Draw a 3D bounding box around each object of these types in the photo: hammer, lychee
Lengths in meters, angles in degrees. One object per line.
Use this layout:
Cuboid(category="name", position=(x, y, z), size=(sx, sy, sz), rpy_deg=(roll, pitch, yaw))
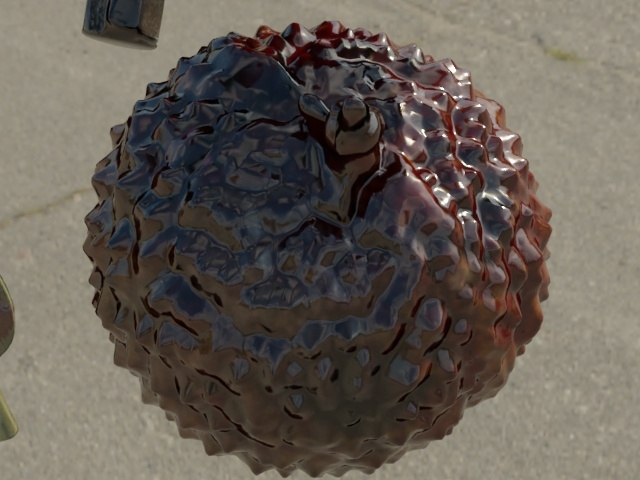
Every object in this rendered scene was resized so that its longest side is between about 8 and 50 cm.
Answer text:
Cuboid(category="hammer", position=(-0.326, -0.366, 1.324), size=(0.409, 0.242, 0.095), rpy_deg=(15, 5, 30))
Cuboid(category="lychee", position=(0.000, 0.000, 1.037), size=(0.424, 0.500, 0.424), rpy_deg=(5, 66, -12))

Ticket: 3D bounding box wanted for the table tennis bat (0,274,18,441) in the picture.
Cuboid(category="table tennis bat", position=(-0.371, 0.104, 1.198), size=(0.131, 0.234, 0.022), rpy_deg=(-20, 18, 1))
